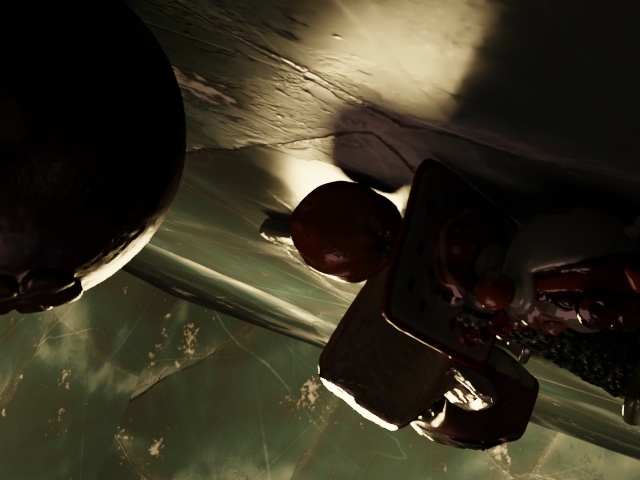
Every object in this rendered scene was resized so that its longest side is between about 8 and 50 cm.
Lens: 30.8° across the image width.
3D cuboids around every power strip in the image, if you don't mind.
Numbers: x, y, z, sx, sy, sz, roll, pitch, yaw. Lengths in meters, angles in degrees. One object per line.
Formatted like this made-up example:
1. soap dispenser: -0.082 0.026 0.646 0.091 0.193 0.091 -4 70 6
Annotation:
1. power strip: 0.000 0.000 1.654 0.060 0.027 0.252 30 168 -36

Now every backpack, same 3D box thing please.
1. backpack: 0.190 0.242 2.073 0.317 0.197 0.283 11 160 49

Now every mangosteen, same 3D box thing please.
1. mangosteen: -0.268 -0.117 0.963 0.306 0.360 0.306 -10 167 -3

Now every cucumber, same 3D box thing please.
1. cucumber: 0.255 0.094 1.334 0.359 0.096 0.096 24 171 -32

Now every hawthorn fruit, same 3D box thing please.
1. hawthorn fruit: 0.029 -0.009 1.277 0.128 0.128 0.128 21 171 4

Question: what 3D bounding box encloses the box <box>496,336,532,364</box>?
1. box: 0.256 0.100 1.464 0.062 0.089 0.122 30 172 11

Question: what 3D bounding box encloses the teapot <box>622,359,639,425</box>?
1. teapot: 0.430 0.141 1.082 0.239 0.321 0.240 34 137 26

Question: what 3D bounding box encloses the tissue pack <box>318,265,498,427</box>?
1. tissue pack: 0.136 0.158 1.574 0.238 0.239 0.305 21 171 6

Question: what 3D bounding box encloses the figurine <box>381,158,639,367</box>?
1. figurine: 0.207 0.029 1.015 0.226 0.160 0.183 3 162 41

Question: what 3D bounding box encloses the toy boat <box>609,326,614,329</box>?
1. toy boat: 0.258 0.045 1.216 0.172 0.065 0.066 26 -165 4
